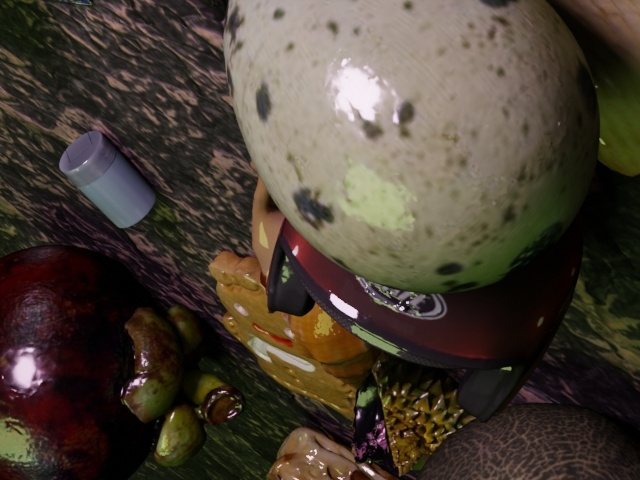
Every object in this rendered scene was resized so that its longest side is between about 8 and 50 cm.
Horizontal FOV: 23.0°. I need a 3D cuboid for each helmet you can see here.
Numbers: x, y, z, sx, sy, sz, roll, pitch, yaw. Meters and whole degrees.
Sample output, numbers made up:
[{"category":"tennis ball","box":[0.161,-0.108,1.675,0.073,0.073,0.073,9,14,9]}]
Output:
[{"category":"helmet","box":[0.070,0.006,1.000,0.189,0.193,0.216,28,-159,8]}]

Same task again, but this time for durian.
[{"category":"durian","box":[0.093,0.154,1.454,0.108,0.119,0.186,-1,175,-10]}]

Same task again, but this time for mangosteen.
[{"category":"mangosteen","box":[-0.272,0.148,1.711,0.311,0.311,0.311,30,158,13]}]

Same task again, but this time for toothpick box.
[{"category":"toothpick box","box":[-0.198,-0.056,1.467,0.052,0.052,0.083,9,147,49]}]

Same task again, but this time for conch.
[{"category":"conch","box":[0.004,-0.002,1.255,0.109,0.093,0.330,38,146,47]}]

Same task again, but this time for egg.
[{"category":"egg","box":[0.042,-0.076,0.829,0.228,0.177,0.177,48,163,19]}]

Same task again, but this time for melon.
[{"category":"melon","box":[0.181,0.258,1.306,0.237,0.237,0.302,32,161,8]}]

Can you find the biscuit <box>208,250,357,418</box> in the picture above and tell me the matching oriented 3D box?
[{"category":"biscuit","box":[-0.029,0.100,1.568,0.184,0.035,0.249,24,155,27]}]

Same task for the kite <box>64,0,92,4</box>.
[{"category":"kite","box":[-0.215,-0.212,1.233,0.090,0.004,0.122,33,158,7]}]

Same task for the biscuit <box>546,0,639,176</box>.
[{"category":"biscuit","box":[0.154,-0.126,0.830,0.254,0.029,0.172,47,156,-28]}]

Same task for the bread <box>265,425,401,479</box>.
[{"category":"bread","box":[0.039,0.375,1.858,0.277,0.167,0.324,33,160,7]}]
